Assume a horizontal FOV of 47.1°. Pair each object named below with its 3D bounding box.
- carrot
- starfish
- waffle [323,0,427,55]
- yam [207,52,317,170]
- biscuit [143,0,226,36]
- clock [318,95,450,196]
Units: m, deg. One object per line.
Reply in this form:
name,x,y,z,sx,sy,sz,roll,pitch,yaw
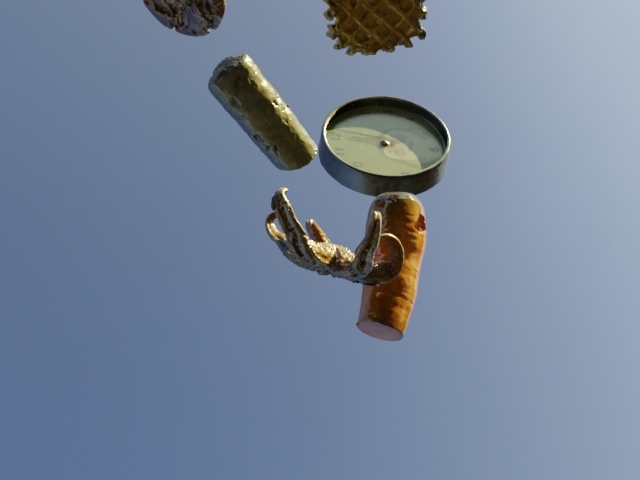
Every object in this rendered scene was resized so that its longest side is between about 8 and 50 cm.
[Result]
carrot,0.093,0.032,0.948,0.087,0.087,0.193,21,-113,-34
starfish,-0.001,-0.001,0.847,0.146,0.189,0.074,33,-106,-57
waffle,0.113,-0.463,1.432,0.231,0.051,0.229,-18,-43,-13
yam,-0.081,-0.177,1.029,0.078,0.078,0.179,-50,-61,-16
biscuit,-0.268,-0.484,1.381,0.042,0.225,0.226,-49,-58,-38
clock,0.152,-0.230,1.750,0.318,0.319,0.066,-28,-36,-26
